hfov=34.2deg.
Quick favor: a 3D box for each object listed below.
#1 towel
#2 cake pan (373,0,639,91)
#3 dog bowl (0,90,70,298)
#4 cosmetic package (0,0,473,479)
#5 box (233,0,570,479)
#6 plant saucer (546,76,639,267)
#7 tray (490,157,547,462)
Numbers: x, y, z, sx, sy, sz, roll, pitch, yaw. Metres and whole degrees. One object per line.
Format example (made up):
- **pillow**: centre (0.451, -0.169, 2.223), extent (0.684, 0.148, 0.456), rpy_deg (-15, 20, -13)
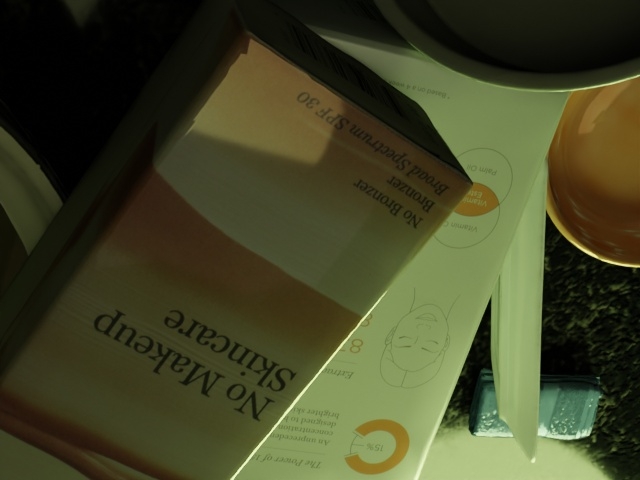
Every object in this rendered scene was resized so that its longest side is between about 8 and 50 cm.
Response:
- **towel**: centre (0.196, 0.152, 0.955), extent (0.119, 0.029, 0.067), rpy_deg (3, 116, -13)
- **cake pan**: centre (0.154, -0.224, 0.604), extent (0.293, 0.293, 0.054), rpy_deg (-49, 154, 15)
- **dog bowl**: centre (-0.359, 0.007, 0.676), extent (0.407, 0.150, 0.408), rpy_deg (-9, 127, -12)
- **cosmetic package**: centre (-0.073, 0.021, 0.590), extent (0.153, 0.129, 0.296), rpy_deg (29, 109, -22)
- **box**: centre (0.000, 0.000, 0.761), extent (0.215, 0.168, 0.345), rpy_deg (11, 114, -16)
- **plant saucer**: centre (0.261, -0.075, 0.803), extent (0.199, 0.037, 0.200), rpy_deg (-2, 117, -4)
- **tray**: centre (0.153, 0.028, 0.821), extent (0.030, 0.145, 0.270), rpy_deg (-2, 118, 5)
